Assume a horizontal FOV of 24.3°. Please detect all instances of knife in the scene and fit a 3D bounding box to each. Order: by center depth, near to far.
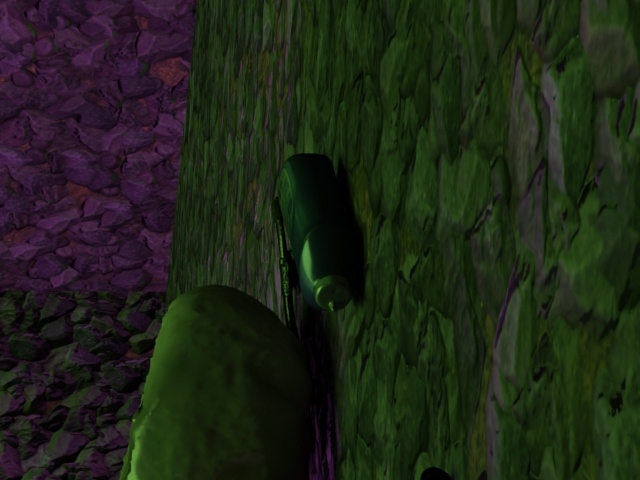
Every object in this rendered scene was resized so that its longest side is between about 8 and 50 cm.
[{"bbox_3d":[-0.037,0.053,1.776,0.045,0.021,0.222,109,156,-63],"label":"knife"}]

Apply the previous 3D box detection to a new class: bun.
[{"bbox_3d":[-0.109,0.237,1.638,0.360,0.211,0.359,-166,90,-86],"label":"bun"}]

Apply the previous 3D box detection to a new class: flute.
[{"bbox_3d":[0.065,0.217,1.169,0.233,0.027,0.027,112,157,-66],"label":"flute"}]

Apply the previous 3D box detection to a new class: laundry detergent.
[{"bbox_3d":[-0.001,0.000,1.460,0.206,0.061,0.096,-104,20,-55],"label":"laundry detergent"}]
